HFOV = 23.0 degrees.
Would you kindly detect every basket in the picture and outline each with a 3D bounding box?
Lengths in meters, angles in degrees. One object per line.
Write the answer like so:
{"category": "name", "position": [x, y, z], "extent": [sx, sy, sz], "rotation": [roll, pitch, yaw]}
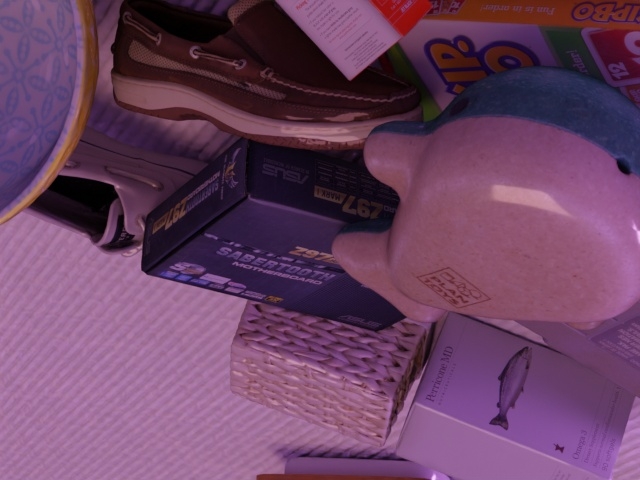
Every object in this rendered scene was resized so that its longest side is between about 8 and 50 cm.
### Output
{"category": "basket", "position": [0.007, 0.100, 1.412], "extent": [0.167, 0.103, 0.113], "rotation": [18, 148, 9]}

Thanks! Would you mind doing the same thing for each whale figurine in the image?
{"category": "whale figurine", "position": [0.122, -0.025, 1.072], "extent": [0.216, 0.141, 0.272], "rotation": [35, 150, -17]}

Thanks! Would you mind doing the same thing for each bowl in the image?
{"category": "bowl", "position": [-0.287, -0.140, 1.187], "extent": [0.289, 0.289, 0.156], "rotation": [19, -170, 9]}

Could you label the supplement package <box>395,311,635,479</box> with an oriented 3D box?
{"category": "supplement package", "position": [0.171, 0.158, 1.386], "extent": [0.179, 0.105, 0.105], "rotation": [21, 147, 5]}

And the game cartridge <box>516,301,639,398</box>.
{"category": "game cartridge", "position": [0.332, 0.078, 1.197], "extent": [0.355, 0.068, 0.230], "rotation": [30, 151, -18]}

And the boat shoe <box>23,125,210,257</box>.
{"category": "boat shoe", "position": [-0.165, -0.031, 1.314], "extent": [0.267, 0.088, 0.096], "rotation": [25, 133, -21]}

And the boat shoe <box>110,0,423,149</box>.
{"category": "boat shoe", "position": [-0.047, -0.129, 1.131], "extent": [0.257, 0.095, 0.095], "rotation": [11, 114, 26]}

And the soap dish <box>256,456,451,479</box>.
{"category": "soap dish", "position": [0.083, 0.356, 1.712], "extent": [0.229, 0.118, 0.291], "rotation": [-4, 139, 37]}

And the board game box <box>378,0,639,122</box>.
{"category": "board game box", "position": [0.153, -0.114, 1.083], "extent": [0.259, 0.039, 0.124], "rotation": [9, 144, 27]}

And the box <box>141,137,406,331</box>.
{"category": "box", "position": [0.000, 0.000, 1.248], "extent": [0.233, 0.059, 0.183], "rotation": [15, 153, -27]}

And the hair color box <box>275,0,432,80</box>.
{"category": "hair color box", "position": [0.000, -0.182, 1.045], "extent": [0.141, 0.043, 0.072], "rotation": [46, 143, -7]}
